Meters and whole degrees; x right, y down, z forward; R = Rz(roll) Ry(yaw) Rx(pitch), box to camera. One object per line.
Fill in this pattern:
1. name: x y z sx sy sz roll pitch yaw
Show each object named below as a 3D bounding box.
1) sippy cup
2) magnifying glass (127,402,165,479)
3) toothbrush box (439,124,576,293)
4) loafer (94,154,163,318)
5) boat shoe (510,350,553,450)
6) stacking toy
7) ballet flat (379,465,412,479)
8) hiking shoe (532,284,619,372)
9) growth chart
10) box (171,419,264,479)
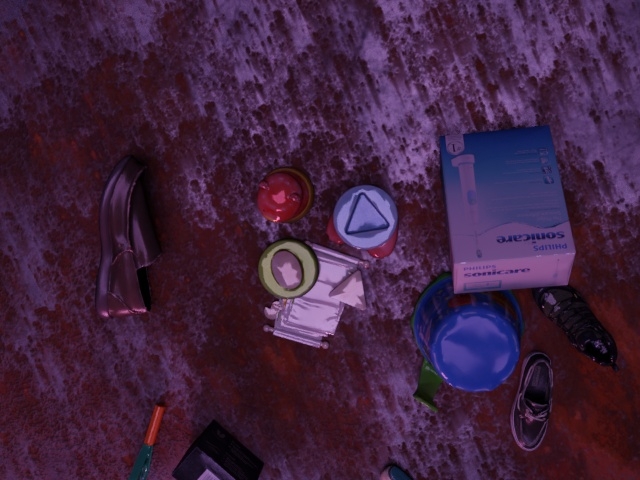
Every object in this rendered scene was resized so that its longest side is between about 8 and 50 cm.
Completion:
1. sippy cup: 0.301 0.192 1.561 0.240 0.224 0.305 -2 99 7
2. magnifying glass: -0.396 0.481 1.761 0.026 0.092 0.231 19 90 7
3. toothbrush box: 0.347 -0.061 1.488 0.216 0.126 0.295 -6 57 7
4. loafer: -0.395 -0.003 1.665 0.130 0.134 0.366 9 110 1
5. boat shoe: 0.448 0.346 1.647 0.078 0.070 0.219 4 99 6
6. stacking toy: 0.000 0.000 1.595 0.309 0.130 0.279 11 92 4
7. ballet flat: 0.201 0.563 1.726 0.168 0.057 0.052 43 129 2
8. hiking shoe: 0.528 0.167 1.587 0.227 0.114 0.086 43 100 -2
9. growth chart: -0.017 0.118 1.687 0.172 0.021 0.237 24 101 2
10. box: -0.220 0.499 1.699 0.156 0.158 0.093 42 100 -1
